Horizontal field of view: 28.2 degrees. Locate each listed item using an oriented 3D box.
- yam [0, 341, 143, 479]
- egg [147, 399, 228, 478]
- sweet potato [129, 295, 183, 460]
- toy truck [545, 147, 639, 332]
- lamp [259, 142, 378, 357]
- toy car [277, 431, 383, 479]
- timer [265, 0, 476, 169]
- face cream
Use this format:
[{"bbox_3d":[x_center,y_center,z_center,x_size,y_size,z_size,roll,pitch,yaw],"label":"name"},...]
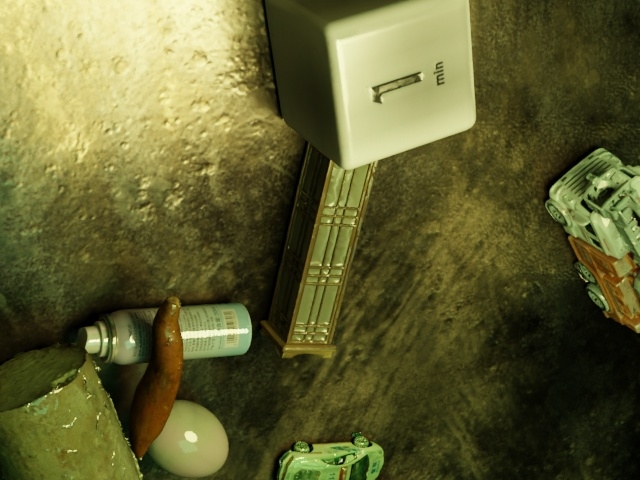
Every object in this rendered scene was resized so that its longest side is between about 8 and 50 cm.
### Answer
[{"bbox_3d":[-0.333,0.283,1.668,0.168,0.168,0.304,-25,124,-16],"label":"yam"},{"bbox_3d":[-0.188,0.278,1.783,0.135,0.103,0.103,38,93,-34],"label":"egg"},{"bbox_3d":[-0.211,0.185,1.672,0.057,0.057,0.265,2,122,-30],"label":"sweet potato"},{"bbox_3d":[0.475,0.004,1.959,0.133,0.184,0.338,-39,127,-7],"label":"toy truck"},{"bbox_3d":[0.000,0.000,1.755,0.089,0.090,0.326,3,112,-29],"label":"lamp"},{"bbox_3d":[0.021,0.352,1.967,0.186,0.058,0.093,-1,113,-28],"label":"toy car"},{"bbox_3d":[0.063,-0.228,1.605,0.195,0.192,0.194,-21,123,-19],"label":"timer"},{"bbox_3d":[-0.210,0.125,1.712,0.229,0.075,0.075,-1,115,-28],"label":"face cream"}]
